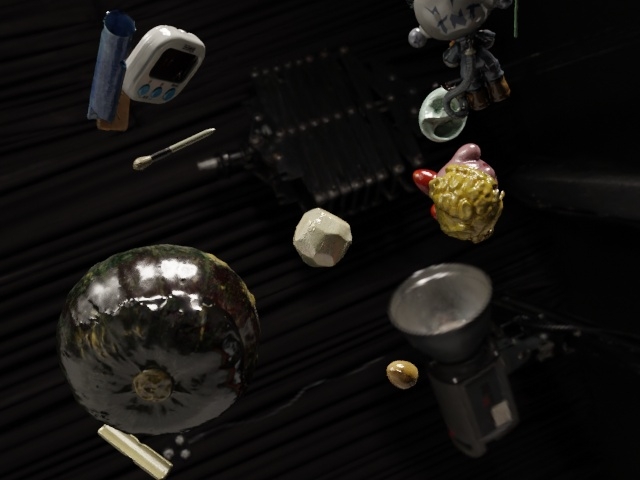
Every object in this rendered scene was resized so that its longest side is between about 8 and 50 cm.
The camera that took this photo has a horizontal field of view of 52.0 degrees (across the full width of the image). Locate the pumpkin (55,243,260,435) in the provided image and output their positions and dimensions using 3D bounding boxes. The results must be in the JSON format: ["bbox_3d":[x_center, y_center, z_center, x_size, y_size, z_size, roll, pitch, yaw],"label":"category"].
[{"bbox_3d":[-0.354,0.222,1.476,0.344,0.454,0.454,-109,-175,-61],"label":"pumpkin"}]

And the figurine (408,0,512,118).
[{"bbox_3d":[0.358,-0.523,1.625,0.382,0.261,0.186,60,5,-28],"label":"figurine"}]

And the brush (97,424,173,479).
[{"bbox_3d":[-0.512,0.582,1.817,0.282,0.054,0.048,20,-31,34],"label":"brush"}]

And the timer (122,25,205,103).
[{"bbox_3d":[-0.461,-0.511,1.912,0.087,0.237,0.262,43,17,9],"label":"timer"}]

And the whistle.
[{"bbox_3d":[-0.422,-0.332,1.311,0.062,0.062,0.304,66,-31,14],"label":"whistle"}]

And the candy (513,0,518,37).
[{"bbox_3d":[0.527,-0.664,1.753,0.262,0.077,0.073,76,25,-44],"label":"candy"}]

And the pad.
[{"bbox_3d":[-0.614,-0.471,1.966,0.286,0.018,0.284,-98,-166,-82],"label":"pad"}]

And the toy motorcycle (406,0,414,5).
[{"bbox_3d":[0.388,-0.774,1.920,0.307,0.173,0.108,6,-30,44],"label":"toy motorcycle"}]

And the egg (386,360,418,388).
[{"bbox_3d":[0.211,0.347,1.705,0.083,0.071,0.071,30,-12,-6],"label":"egg"}]

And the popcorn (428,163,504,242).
[{"bbox_3d":[0.412,-0.109,1.864,0.250,0.190,0.250,160,-90,-84],"label":"popcorn"}]

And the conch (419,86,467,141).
[{"bbox_3d":[0.464,-0.470,2.471,0.185,0.221,0.121,43,-2,17],"label":"conch"}]

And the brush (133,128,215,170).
[{"bbox_3d":[-0.485,-0.304,2.187,0.039,0.299,0.042,72,-9,-45],"label":"brush"}]

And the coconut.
[{"bbox_3d":[-0.002,-0.001,1.879,0.161,0.162,0.161,30,7,-4],"label":"coconut"}]

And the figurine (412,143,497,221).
[{"bbox_3d":[0.510,-0.182,2.354,0.211,0.261,0.270,39,22,-45],"label":"figurine"}]
